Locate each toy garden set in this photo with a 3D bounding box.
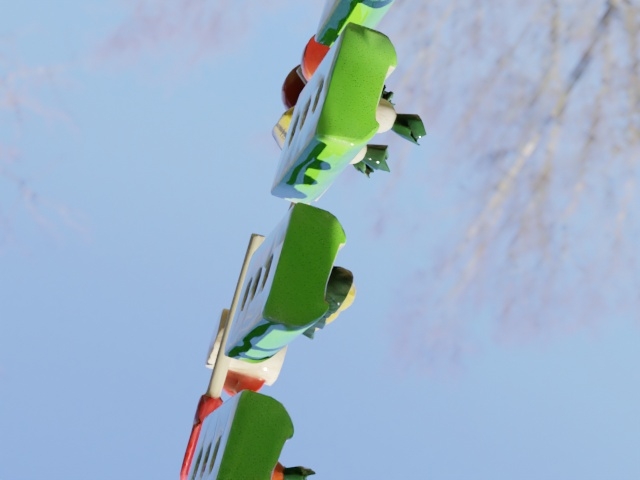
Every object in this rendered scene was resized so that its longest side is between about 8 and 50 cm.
[{"bbox_3d":[0.000,0.000,0.758,0.049,0.244,0.204,17,167,-7],"label":"toy garden set"}]
